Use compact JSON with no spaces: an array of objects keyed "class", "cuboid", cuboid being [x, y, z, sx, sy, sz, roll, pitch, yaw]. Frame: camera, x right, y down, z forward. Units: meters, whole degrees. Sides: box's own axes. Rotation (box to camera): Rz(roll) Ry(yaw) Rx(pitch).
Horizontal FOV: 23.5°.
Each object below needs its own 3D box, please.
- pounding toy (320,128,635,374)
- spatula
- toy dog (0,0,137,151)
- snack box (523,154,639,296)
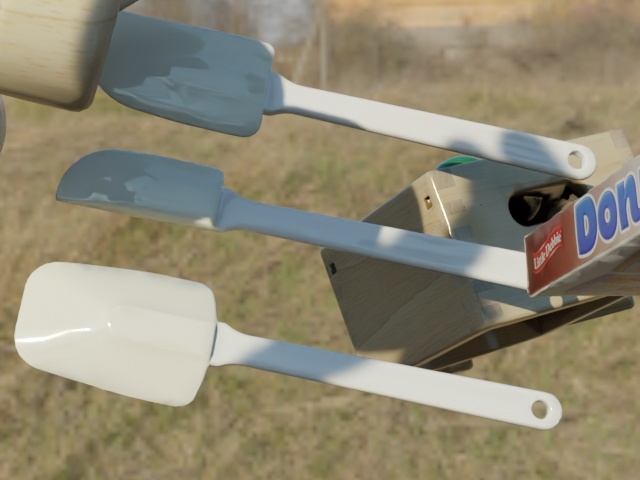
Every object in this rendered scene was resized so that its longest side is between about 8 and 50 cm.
[{"class":"pounding toy","cuboid":[0.096,0.012,0.859,0.181,0.094,0.206,-14,-12,-29]},{"class":"spatula","cuboid":[0.000,0.000,0.680,0.242,0.168,0.019,13,-18,-10]},{"class":"toy dog","cuboid":[-0.150,-0.120,0.571,0.220,0.161,0.334,22,-13,-29]},{"class":"snack box","cuboid":[0.107,-0.011,0.378,0.064,0.022,0.178,0,-13,-11]}]
